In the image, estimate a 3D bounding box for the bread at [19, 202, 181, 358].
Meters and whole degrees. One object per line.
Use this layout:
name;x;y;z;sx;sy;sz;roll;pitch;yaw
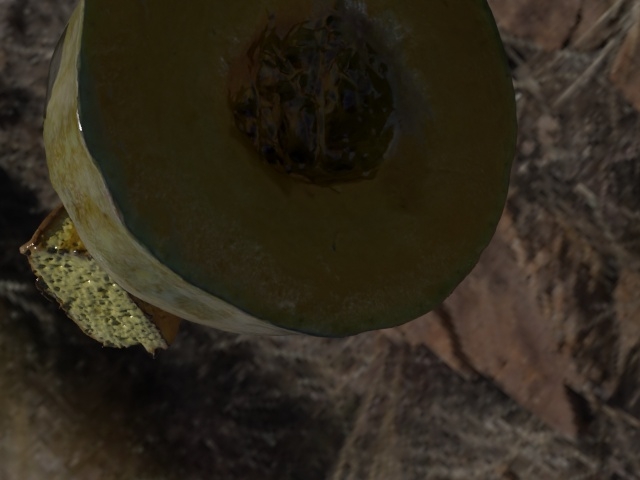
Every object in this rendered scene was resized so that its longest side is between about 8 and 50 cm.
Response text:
bread;-0.254;0.034;1.948;0.143;0.139;0.229;9;147;30

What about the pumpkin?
pumpkin;-0.050;-0.084;1.107;0.199;0.332;0.332;-13;112;57
